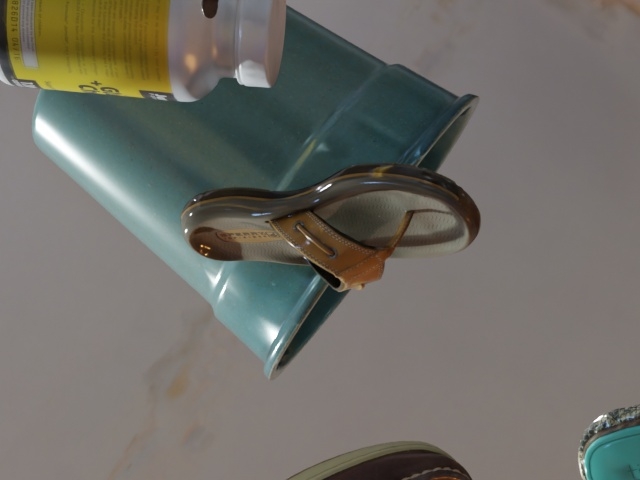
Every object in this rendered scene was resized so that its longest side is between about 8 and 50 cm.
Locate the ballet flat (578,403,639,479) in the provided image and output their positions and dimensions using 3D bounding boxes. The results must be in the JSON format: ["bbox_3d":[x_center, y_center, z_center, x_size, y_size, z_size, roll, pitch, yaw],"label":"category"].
[{"bbox_3d":[0.500,0.186,1.314,0.182,0.482,0.164,-23,-86,-49],"label":"ballet flat"}]

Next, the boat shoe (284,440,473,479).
[{"bbox_3d":[-0.021,0.221,0.670,0.342,0.123,0.123,-25,-73,-33],"label":"boat shoe"}]

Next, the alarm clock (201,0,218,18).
[{"bbox_3d":[-0.019,-0.174,0.474,0.129,0.192,0.064,-9,-127,-41],"label":"alarm clock"}]

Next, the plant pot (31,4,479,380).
[{"bbox_3d":[-0.078,-0.096,1.258,0.334,0.341,0.341,36,-133,6],"label":"plant pot"}]

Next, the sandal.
[{"bbox_3d":[0.000,0.000,0.821,0.219,0.090,0.060,-2,-124,26],"label":"sandal"}]

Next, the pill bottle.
[{"bbox_3d":[-0.119,-0.145,0.834,0.184,0.103,0.103,6,-131,6],"label":"pill bottle"}]
